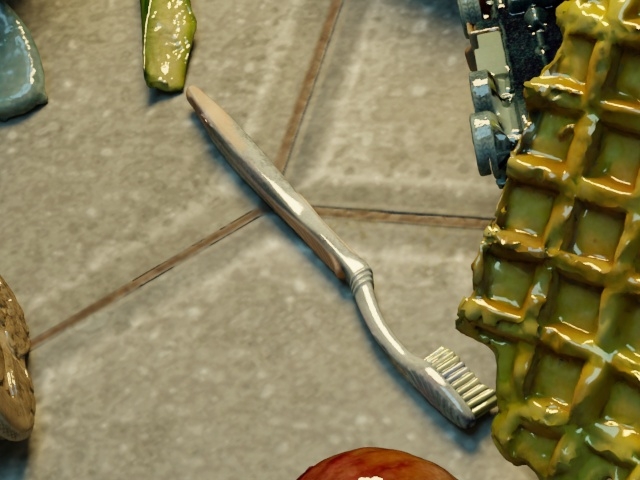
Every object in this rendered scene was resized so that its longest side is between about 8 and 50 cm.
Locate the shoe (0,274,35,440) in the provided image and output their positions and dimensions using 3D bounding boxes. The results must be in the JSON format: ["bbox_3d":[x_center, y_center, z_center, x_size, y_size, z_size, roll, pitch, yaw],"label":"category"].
[{"bbox_3d":[-0.249,0.075,1.268,0.092,0.089,0.180,-28,47,8],"label":"shoe"}]

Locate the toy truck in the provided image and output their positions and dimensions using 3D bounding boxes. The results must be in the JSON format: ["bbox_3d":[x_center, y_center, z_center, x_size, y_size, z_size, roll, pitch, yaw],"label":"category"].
[{"bbox_3d":[0.155,-0.071,1.244,0.108,0.140,0.256,-11,38,6],"label":"toy truck"}]

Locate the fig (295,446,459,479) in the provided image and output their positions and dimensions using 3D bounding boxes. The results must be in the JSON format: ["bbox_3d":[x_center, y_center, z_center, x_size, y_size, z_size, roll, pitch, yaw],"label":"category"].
[{"bbox_3d":[0.040,0.189,1.065,0.149,0.202,0.148,19,96,14],"label":"fig"}]

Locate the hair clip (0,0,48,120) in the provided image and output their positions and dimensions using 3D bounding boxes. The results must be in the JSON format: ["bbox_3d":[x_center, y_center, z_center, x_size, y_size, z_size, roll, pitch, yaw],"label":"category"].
[{"bbox_3d":[-0.343,-0.272,1.474,0.318,0.238,0.392,9,54,19],"label":"hair clip"}]

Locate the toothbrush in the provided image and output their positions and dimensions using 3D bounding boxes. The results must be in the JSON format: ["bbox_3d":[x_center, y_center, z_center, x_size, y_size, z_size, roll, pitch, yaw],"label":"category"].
[{"bbox_3d":[0.000,0.000,1.289,0.037,0.028,0.375,-29,50,-16],"label":"toothbrush"}]

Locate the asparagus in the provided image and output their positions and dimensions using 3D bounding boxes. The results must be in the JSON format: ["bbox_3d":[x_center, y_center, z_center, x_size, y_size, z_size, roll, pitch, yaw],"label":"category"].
[{"bbox_3d":[-0.121,-0.187,1.467,0.045,0.041,0.178,-17,50,12],"label":"asparagus"}]

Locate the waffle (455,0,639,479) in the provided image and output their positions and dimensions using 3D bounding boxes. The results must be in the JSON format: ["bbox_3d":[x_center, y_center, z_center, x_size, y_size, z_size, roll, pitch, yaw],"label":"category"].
[{"bbox_3d":[0.196,0.008,1.036,0.312,0.060,0.307,-44,65,23],"label":"waffle"}]
